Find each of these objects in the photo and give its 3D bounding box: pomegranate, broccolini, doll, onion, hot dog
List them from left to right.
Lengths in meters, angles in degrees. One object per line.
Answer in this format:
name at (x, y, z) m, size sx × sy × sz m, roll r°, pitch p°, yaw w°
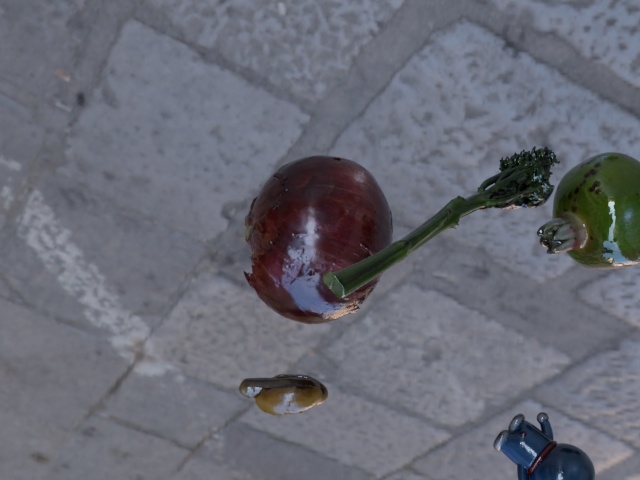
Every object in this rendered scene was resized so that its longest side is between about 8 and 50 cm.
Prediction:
hot dog at (-0.060, 0.245, 1.671) m, size 0.140 × 0.090 × 0.060 m, roll -6°, pitch 101°, yaw 25°
onion at (0.000, 0.000, 1.663) m, size 0.276 × 0.276 × 0.276 m, roll 9°, pitch 143°, yaw 7°
broccolini at (0.085, -0.015, 0.663) m, size 0.042 × 0.218 × 0.044 m, roll 3°, pitch 111°, yaw 45°
doll at (0.311, 0.305, 1.397) m, size 0.152 × 0.114 × 0.085 m, roll 37°, pitch 159°, yaw 22°
pomegranate at (0.406, -0.031, 1.499) m, size 0.209 × 0.180 × 0.180 m, roll -20°, pitch 156°, yaw -30°
